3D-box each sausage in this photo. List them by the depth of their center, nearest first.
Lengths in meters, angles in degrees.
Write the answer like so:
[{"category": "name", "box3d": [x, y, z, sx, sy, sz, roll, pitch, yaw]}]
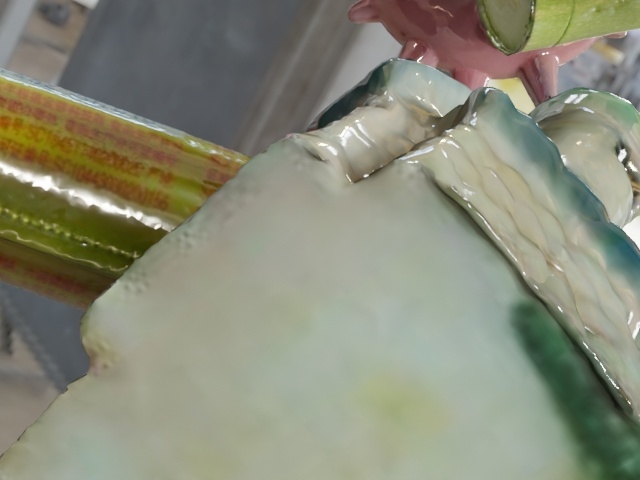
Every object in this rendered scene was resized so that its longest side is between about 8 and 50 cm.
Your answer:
[{"category": "sausage", "box3d": [-0.196, -0.038, 1.003, 0.317, 0.117, 0.125, 18, 42, -10]}]

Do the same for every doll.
[{"category": "doll", "box3d": [0.129, -0.188, 1.184, 0.262, 0.211, 0.093, 6, -4, 5]}]

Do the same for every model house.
[{"category": "model house", "box3d": [0.032, 0.071, 0.778, 0.243, 0.298, 0.284, 48, 28, -3]}]

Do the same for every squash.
[{"category": "squash", "box3d": [0.194, -0.148, 0.954, 0.224, 0.094, 0.094, -3, 26, -17]}]

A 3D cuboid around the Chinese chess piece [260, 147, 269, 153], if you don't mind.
[{"category": "Chinese chess piece", "box3d": [0.000, 0.000, 1.210, 0.144, 0.144, 0.058, 30, 21, 6]}]
